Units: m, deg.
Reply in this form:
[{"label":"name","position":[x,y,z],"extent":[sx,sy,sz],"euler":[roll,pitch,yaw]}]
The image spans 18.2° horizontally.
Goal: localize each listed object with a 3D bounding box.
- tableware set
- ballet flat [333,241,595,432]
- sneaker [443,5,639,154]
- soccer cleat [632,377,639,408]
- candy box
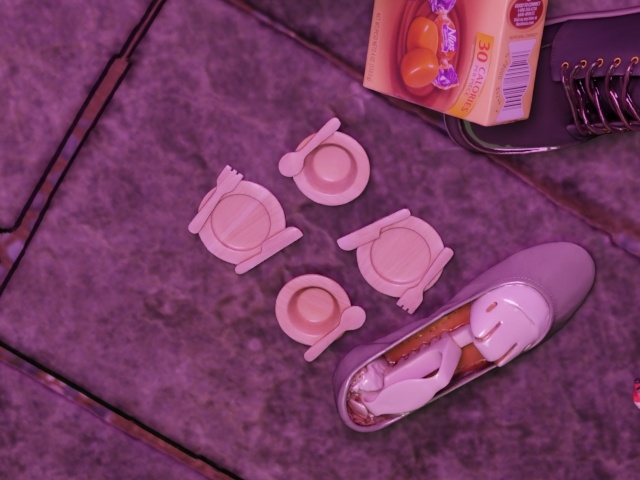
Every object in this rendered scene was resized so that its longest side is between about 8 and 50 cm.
[{"label":"tableware set","position":[0.000,0.000,1.424],"extent":[0.141,0.020,0.169],"euler":[-37,102,18]},{"label":"ballet flat","position":[0.103,0.076,1.414],"extent":[0.213,0.068,0.072],"euler":[-30,111,16]},{"label":"sneaker","position":[0.183,-0.102,1.311],"extent":[0.222,0.118,0.083],"euler":[-18,107,14]},{"label":"soccer cleat","position":[0.264,0.102,1.429],"extent":[0.083,0.029,0.035],"euler":[-28,114,19]},{"label":"candy box","position":[0.095,-0.179,1.298],"extent":[0.109,0.053,0.187],"euler":[22,114,36]}]
